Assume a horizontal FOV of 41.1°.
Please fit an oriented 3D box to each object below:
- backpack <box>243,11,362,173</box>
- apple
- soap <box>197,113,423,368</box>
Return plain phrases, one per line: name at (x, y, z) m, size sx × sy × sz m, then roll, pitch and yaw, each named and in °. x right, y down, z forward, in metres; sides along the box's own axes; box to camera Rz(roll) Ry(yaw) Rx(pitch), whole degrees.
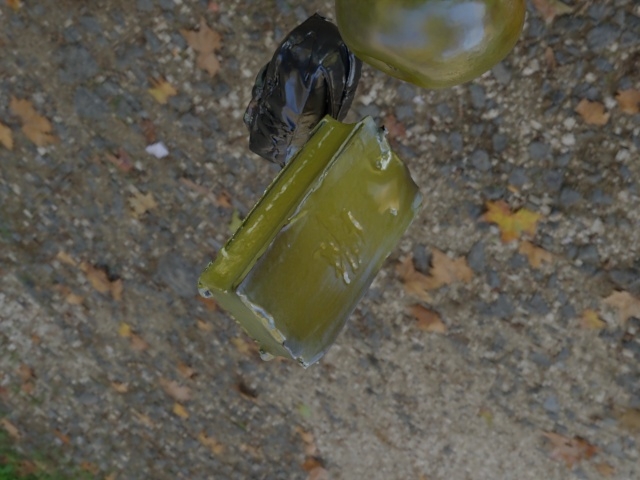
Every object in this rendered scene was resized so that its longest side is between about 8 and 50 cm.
backpack at (-0.020, -0.165, 0.934) m, size 0.106 × 0.120 × 0.165 m, roll 30°, pitch 135°, yaw 12°
apple at (0.051, -0.112, 0.398) m, size 0.090 × 0.074 × 0.089 m, roll 28°, pitch -174°, yaw -3°
soap at (-0.001, 0.000, 0.839) m, size 0.076 × 0.233 × 0.135 m, roll 13°, pitch 149°, yaw 48°
